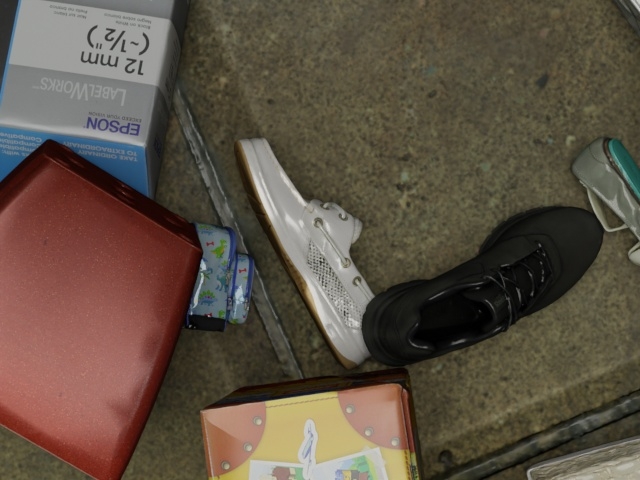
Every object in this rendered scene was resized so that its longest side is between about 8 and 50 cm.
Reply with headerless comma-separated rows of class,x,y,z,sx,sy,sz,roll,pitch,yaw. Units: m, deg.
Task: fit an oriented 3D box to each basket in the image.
basket,0.315,0.278,1.802,0.167,0.103,0.113,-16,89,2

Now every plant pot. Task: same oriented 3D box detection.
plant pot,-0.255,0.049,1.684,0.267,0.267,0.236,32,93,-10

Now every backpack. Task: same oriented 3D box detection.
backpack,-0.119,0.039,1.834,0.084,0.105,0.114,6,88,-19

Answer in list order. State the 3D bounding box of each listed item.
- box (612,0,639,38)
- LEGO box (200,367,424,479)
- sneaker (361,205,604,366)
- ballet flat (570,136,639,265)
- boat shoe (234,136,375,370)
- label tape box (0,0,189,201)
box,0.425,-0.359,1.821,0.290,0.087,0.169,-38,87,2
LEGO box,0.029,0.388,1.681,0.193,0.372,0.500,-9,88,3
sneaker,0.187,0.054,1.783,0.286,0.130,0.109,-31,99,-15
ballet flat,0.348,-0.014,1.835,0.068,0.072,0.213,-38,86,29
boat shoe,0.000,0.000,1.833,0.096,0.098,0.277,-29,99,-4
label tape box,-0.289,-0.160,1.811,0.249,0.115,0.348,8,76,3
